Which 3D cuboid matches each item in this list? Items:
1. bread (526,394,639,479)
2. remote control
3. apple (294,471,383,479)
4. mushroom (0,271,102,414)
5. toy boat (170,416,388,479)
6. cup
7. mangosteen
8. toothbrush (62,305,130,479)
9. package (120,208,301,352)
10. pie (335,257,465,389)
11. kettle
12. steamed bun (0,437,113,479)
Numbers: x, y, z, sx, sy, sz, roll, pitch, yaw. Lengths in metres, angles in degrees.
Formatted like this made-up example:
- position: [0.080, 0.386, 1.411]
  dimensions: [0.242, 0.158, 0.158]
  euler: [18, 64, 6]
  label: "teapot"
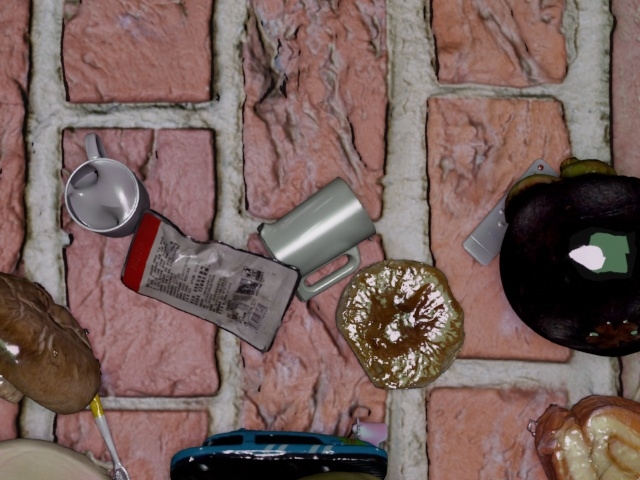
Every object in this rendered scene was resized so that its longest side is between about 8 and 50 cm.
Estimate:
- position: [0.416, 0.316, 1.288]
  dimensions: [0.244, 0.123, 0.190]
  euler: [23, 86, 0]
  label: "bread"
- position: [0.283, -0.042, 1.354]
  dimensions: [0.050, 0.027, 0.184]
  euler: [43, 80, -1]
  label: "remote control"
- position: [0.002, 0.464, 1.138]
  dimensions: [0.357, 0.357, 0.357]
  euler: [0, 86, -4]
  label: "apple"
- position: [-0.429, 0.130, 1.223]
  dimensions: [0.286, 0.151, 0.156]
  euler: [34, 87, 4]
  label: "mushroom"
- position: [-0.057, 0.301, 1.278]
  dimensions: [0.299, 0.134, 0.092]
  euler: [2, 49, -2]
  label: "toy boat"
- position: [-0.288, -0.074, 1.265]
  dimensions: [0.099, 0.133, 0.136]
  euler: [12, 85, -2]
  label: "cup"
- position: [0.378, 0.003, 1.261]
  dimensions: [0.275, 0.275, 0.302]
  euler: [1, 51, -3]
  label: "mangosteen"
- position: [-0.322, 0.229, 1.296]
  dimensions: [0.021, 0.024, 0.288]
  euler: [-20, 87, -1]
  label: "toothbrush"
- position: [-0.157, 0.058, 1.276]
  dimensions: [0.239, 0.030, 0.154]
  euler: [23, 123, -3]
  label: "package"
- position: [0.120, 0.117, 1.321]
  dimensions: [0.195, 0.046, 0.195]
  euler: [0, 85, -5]
  label: "pie"
- position: [-0.003, -0.005, 1.308]
  dimensions: [0.148, 0.127, 0.098]
  euler: [-34, 57, -3]
  label: "kettle"
- position: [-0.372, 0.337, 1.220]
  dimensions: [0.239, 0.170, 0.152]
  euler: [27, 70, -4]
  label: "steamed bun"
